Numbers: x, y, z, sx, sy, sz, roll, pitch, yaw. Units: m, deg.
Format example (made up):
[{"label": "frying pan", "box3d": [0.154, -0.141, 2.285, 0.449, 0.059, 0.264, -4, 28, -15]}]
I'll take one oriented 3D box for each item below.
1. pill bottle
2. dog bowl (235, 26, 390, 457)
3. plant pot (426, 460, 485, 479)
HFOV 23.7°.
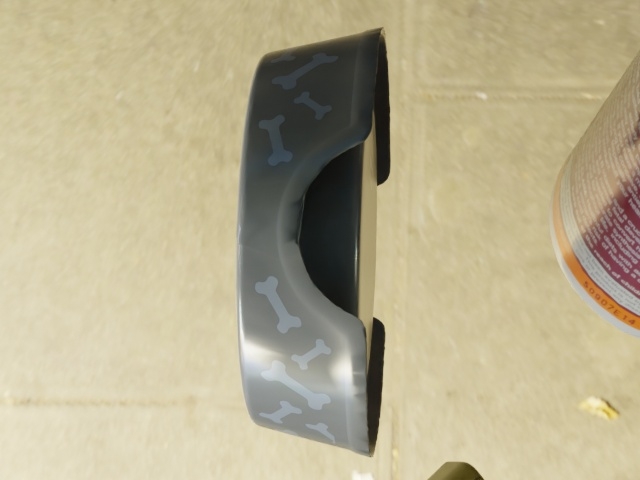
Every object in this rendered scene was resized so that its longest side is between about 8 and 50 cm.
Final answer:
[{"label": "pill bottle", "box3d": [0.338, -0.080, 1.201, 0.224, 0.392, 0.224, 3, 67, -7]}, {"label": "dog bowl", "box3d": [0.000, 0.000, 1.250, 0.102, 0.349, 0.349, 2, 102, 4]}, {"label": "plant pot", "box3d": [0.139, 0.267, 1.500, 0.081, 0.083, 0.081, -38, 90, -25]}]
